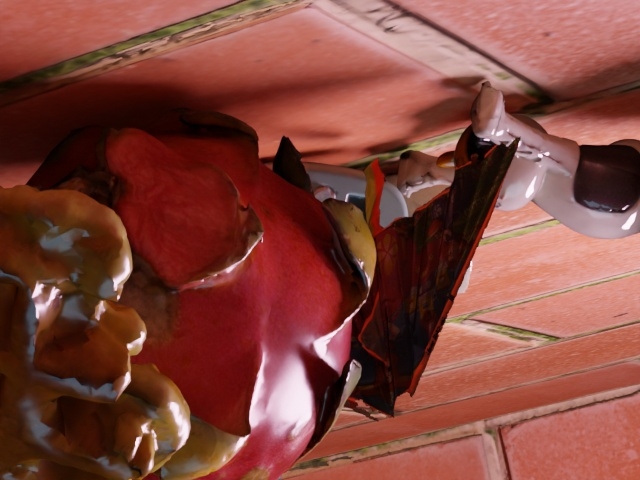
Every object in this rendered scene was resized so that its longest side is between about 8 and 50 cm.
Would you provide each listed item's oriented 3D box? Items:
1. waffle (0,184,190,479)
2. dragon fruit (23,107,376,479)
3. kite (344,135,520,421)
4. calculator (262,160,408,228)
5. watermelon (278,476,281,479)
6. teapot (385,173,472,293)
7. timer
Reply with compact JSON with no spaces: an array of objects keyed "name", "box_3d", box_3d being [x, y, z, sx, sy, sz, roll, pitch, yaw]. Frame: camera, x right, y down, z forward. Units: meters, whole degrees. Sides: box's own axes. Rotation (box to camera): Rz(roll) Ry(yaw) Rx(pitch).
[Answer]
[{"name":"waffle","box_3d":[-0.207,0.044,0.869,0.325,0.068,0.302,-12,126,36]},{"name":"dragon fruit","box_3d":[-0.080,0.034,1.016,0.224,0.224,0.227,-8,159,-12]},{"name":"kite","box_3d":[0.025,0.029,1.092,0.014,0.183,0.241,27,134,-31]},{"name":"calculator","box_3d":[0.000,0.000,1.176,0.153,0.095,0.021,8,-164,-15]},{"name":"watermelon","box_3d":[-0.150,0.148,1.619,0.257,0.193,0.140,2,169,9]},{"name":"teapot","box_3d":[-0.009,-0.002,1.221,0.200,0.077,0.107,-9,141,-10]},{"name":"timer","box_3d":[0.190,-0.031,1.166,0.266,0.175,0.175,12,162,-15]}]
